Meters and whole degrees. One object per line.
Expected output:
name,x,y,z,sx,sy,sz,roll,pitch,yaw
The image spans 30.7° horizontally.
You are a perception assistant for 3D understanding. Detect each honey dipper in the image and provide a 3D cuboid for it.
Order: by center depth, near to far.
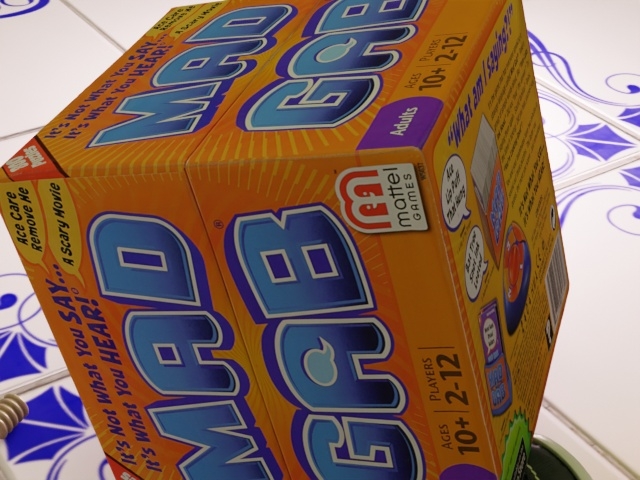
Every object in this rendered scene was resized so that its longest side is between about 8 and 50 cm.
honey dipper,-0.334,0.203,1.091,0.031,0.030,0.160,16,39,21

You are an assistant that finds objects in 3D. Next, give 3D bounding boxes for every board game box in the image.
board game box,0.000,0.000,1.044,0.357,0.356,0.356,-2,31,23

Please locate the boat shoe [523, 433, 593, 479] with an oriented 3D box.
boat shoe,0.192,0.276,0.932,0.091,0.114,0.302,-3,34,-17
